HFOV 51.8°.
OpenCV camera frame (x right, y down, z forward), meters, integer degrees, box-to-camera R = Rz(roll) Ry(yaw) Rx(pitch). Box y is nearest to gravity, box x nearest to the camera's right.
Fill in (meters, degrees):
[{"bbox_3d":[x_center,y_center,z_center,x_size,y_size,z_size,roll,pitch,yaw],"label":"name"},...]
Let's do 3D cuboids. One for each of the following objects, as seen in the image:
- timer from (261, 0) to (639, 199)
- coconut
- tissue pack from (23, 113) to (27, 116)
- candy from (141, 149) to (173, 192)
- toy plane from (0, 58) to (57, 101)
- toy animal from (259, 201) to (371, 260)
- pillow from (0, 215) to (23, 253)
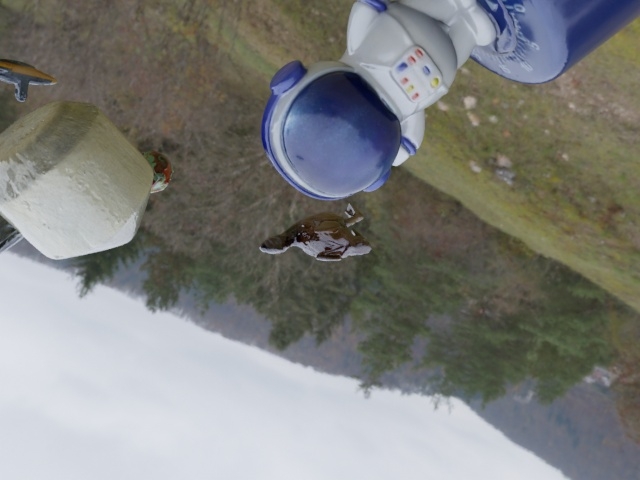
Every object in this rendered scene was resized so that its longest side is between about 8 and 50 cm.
[{"bbox_3d":[0.102,-0.195,0.647,0.270,0.383,0.270,44,180,0],"label":"timer"},{"bbox_3d":[-0.402,-0.086,1.083,0.237,0.237,0.266,20,157,51],"label":"coconut"},{"bbox_3d":[-0.542,-0.180,1.230,0.059,0.094,0.074,18,161,-37],"label":"tissue pack"},{"bbox_3d":[-0.417,-0.100,1.232,0.288,0.078,0.084,-18,-168,-14],"label":"candy"},{"bbox_3d":[-0.711,-0.349,1.362,0.316,0.102,0.204,14,179,-41],"label":"toy plane"},{"bbox_3d":[0.000,0.000,1.111,0.179,0.089,0.188,-16,-161,-25],"label":"toy animal"},{"bbox_3d":[-0.726,-0.015,1.327,0.161,0.335,0.093,51,143,-5],"label":"pillow"}]
